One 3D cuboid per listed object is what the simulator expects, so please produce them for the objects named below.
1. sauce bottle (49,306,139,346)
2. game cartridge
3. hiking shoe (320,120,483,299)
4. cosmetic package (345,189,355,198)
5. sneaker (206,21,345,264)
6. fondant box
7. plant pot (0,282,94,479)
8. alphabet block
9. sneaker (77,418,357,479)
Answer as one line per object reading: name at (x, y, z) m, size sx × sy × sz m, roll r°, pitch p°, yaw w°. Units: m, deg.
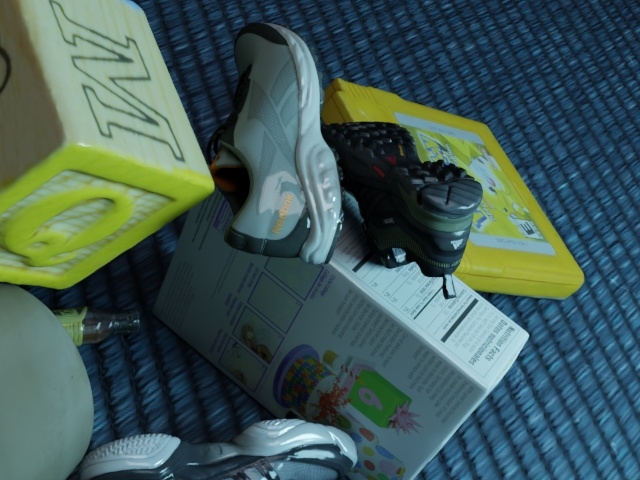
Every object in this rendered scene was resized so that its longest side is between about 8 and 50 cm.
sauce bottle at (-0.250, 0.089, 1.050) m, size 0.128 × 0.042 × 0.042 m, roll -5°, pitch 55°, yaw -29°
game cartridge at (0.162, -0.061, 1.260) m, size 0.324 × 0.053 × 0.285 m, roll 9°, pitch 45°, yaw -48°
hiking shoe at (0.056, -0.034, 0.925) m, size 0.086 × 0.114 × 0.227 m, roll -5°, pitch 26°, yaw -24°
cosmetic package at (0.000, 0.000, 1.199) m, size 0.231 × 0.085 × 0.117 m, roll 22°, pitch 46°, yaw -3°
sneaker at (-0.053, -0.099, 0.925) m, size 0.108 × 0.100 × 0.271 m, roll 1°, pitch 52°, yaw -17°
fondant box at (0.005, 0.082, 1.028) m, size 0.330 × 0.238 × 0.096 m, roll 39°, pitch 46°, yaw 11°
plant pot at (-0.340, 0.158, 0.803) m, size 0.323 × 0.323 × 0.280 m, roll 44°, pitch 34°, yaw 15°
alphabet block at (-0.235, -0.094, 0.850) m, size 0.193 × 0.192 × 0.197 m, roll 14°, pitch 47°, yaw -60°
sneaker at (-0.083, 0.256, 0.950) m, size 0.268 × 0.101 × 0.153 m, roll -1°, pitch 59°, yaw -22°
